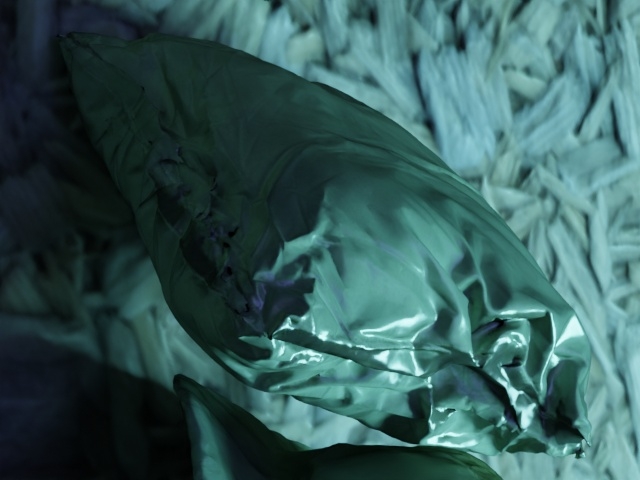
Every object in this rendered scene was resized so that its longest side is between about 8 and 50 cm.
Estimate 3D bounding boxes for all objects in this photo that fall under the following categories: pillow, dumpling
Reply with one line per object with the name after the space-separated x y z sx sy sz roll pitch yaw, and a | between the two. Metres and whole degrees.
0.000 0.000 1.108 0.283 0.310 0.138 24 109 -35 | pillow
0.034 0.198 1.112 0.212 0.320 0.270 -6 70 -8 | dumpling
